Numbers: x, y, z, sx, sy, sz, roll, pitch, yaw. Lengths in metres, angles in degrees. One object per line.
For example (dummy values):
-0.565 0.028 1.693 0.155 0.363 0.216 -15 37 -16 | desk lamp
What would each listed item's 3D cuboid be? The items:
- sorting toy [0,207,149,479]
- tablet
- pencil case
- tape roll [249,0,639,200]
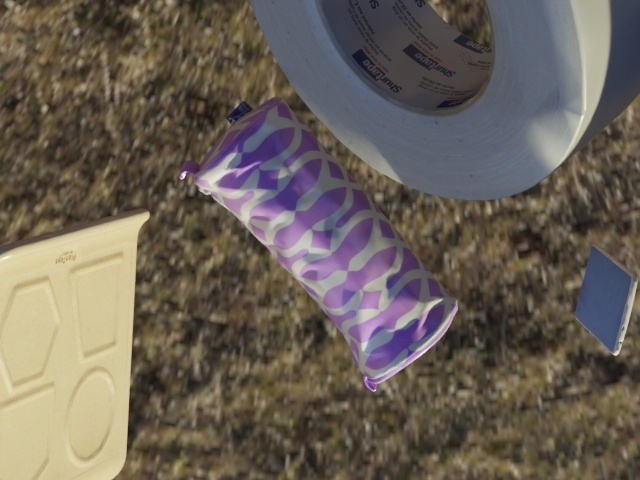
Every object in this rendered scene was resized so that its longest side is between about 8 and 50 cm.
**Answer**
-0.180 0.087 1.092 0.038 0.193 0.208 14 104 21 | sorting toy
0.186 0.038 1.086 0.006 0.083 0.054 9 103 -11 | tablet
0.000 0.000 1.108 0.088 0.086 0.206 -40 96 14 | pencil case
0.061 -0.130 0.838 0.219 0.072 0.219 30 141 27 | tape roll
